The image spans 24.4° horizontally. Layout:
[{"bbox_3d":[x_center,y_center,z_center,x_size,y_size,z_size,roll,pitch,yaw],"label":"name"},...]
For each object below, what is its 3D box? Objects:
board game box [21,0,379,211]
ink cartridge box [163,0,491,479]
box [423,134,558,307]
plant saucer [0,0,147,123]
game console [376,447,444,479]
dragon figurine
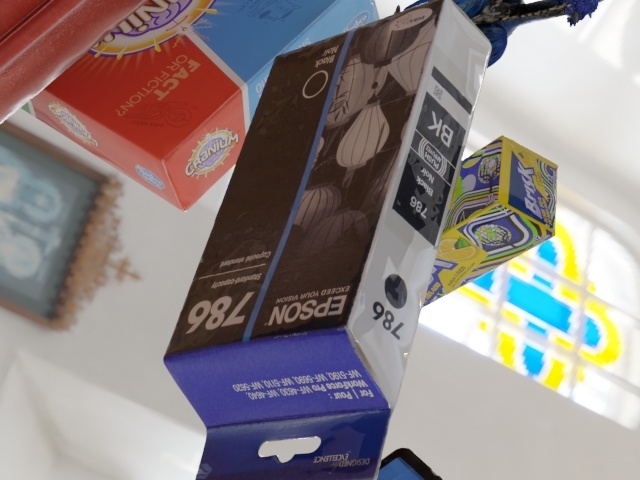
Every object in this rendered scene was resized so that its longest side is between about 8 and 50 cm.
[{"bbox_3d":[-0.145,-0.185,1.253,0.316,0.064,0.242,30,-115,33],"label":"board game box"},{"bbox_3d":[0.000,0.000,0.963,0.165,0.065,0.332,-13,-131,40],"label":"ink cartridge box"},{"bbox_3d":[0.086,-0.005,1.018,0.169,0.054,0.059,-34,-141,46],"label":"box"},{"bbox_3d":[-0.276,-0.170,0.886,0.258,0.259,0.048,-39,-167,3],"label":"plant saucer"},{"bbox_3d":[0.059,0.224,1.249,0.122,0.071,0.107,-33,172,-22],"label":"game console"},{"bbox_3d":[0.126,-0.198,1.398,0.289,0.085,0.144,-24,-172,-1],"label":"dragon figurine"}]
